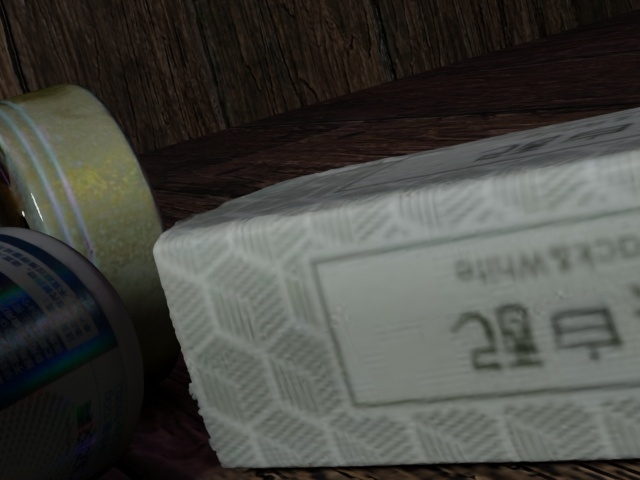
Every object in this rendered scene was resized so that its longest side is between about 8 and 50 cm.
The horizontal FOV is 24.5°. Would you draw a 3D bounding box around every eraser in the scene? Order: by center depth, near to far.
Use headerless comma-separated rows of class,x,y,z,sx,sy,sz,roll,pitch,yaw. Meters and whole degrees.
eraser,0.132,0.007,0.436,0.404,0.098,0.096,-9,12,38

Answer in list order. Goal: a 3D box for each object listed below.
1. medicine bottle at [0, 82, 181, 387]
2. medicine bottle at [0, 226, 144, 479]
medicine bottle,-0.236,0.044,0.639,0.322,0.151,0.151,-19,10,-25
medicine bottle,-0.152,0.068,0.492,0.107,0.107,0.191,-10,11,31
